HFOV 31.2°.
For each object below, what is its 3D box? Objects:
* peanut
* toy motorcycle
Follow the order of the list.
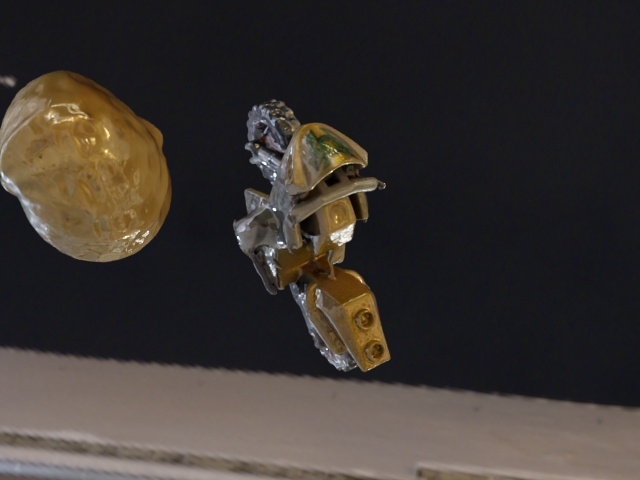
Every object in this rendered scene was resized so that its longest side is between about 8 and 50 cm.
[{"bbox_3d":[-0.173,-0.054,0.832,0.109,0.159,0.140,-45,-111,6],"label":"peanut"},{"bbox_3d":[0.001,0.000,0.894,0.130,0.094,0.229,1,-69,59],"label":"toy motorcycle"}]
